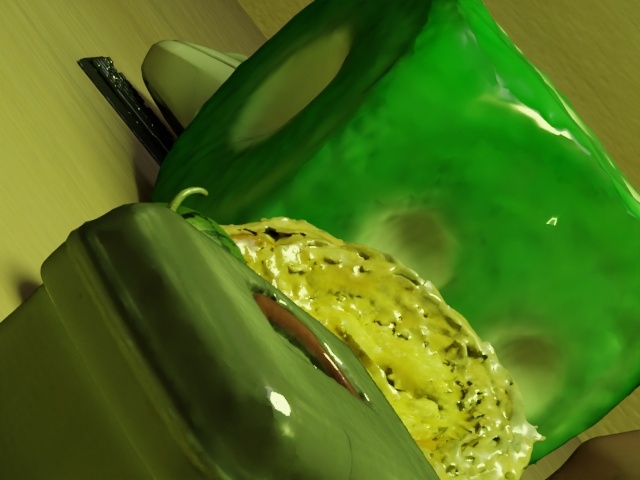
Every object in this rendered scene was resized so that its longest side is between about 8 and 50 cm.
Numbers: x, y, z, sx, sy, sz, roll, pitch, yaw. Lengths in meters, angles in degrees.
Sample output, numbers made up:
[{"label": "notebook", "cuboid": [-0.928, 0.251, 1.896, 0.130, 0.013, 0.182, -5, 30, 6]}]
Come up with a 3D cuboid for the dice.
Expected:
[{"label": "dice", "cuboid": [0.070, -0.008, 1.402, 0.300, 0.287, 0.297, 47, 7, -23]}]

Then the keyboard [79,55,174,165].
[{"label": "keyboard", "cuboid": [-0.128, -0.076, 1.614, 0.196, 0.015, 0.074, 51, 7, 2]}]

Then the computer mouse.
[{"label": "computer mouse", "cuboid": [-0.031, -0.062, 1.654, 0.297, 0.121, 0.184, 55, -2, 15]}]

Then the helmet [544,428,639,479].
[{"label": "helmet", "cuboid": [0.184, 0.262, 1.054, 0.271, 0.197, 0.338, 86, -2, -86]}]

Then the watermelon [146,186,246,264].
[{"label": "watermelon", "cuboid": [-0.083, 0.027, 0.989, 0.109, 0.109, 0.109, 50, 7, -8]}]

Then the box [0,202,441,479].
[{"label": "box", "cuboid": [-0.047, 0.090, 0.781, 0.148, 0.129, 0.210, 56, 9, 33]}]

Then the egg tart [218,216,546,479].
[{"label": "egg tart", "cuboid": [-0.001, 0.088, 1.107, 0.252, 0.098, 0.232, 27, 33, -1]}]
